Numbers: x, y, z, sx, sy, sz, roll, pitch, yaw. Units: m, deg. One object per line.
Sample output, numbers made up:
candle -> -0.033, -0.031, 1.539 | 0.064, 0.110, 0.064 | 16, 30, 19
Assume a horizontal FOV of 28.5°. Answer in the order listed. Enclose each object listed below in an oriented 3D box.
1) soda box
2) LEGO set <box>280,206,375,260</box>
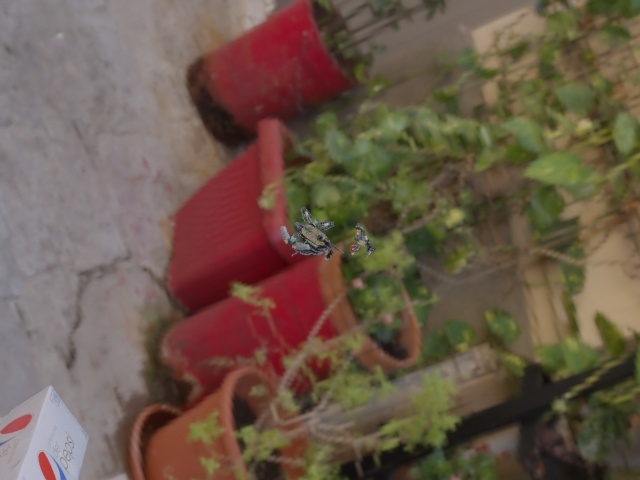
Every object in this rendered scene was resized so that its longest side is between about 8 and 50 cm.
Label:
soda box -> -0.268, 0.214, 1.140 | 0.069, 0.074, 0.216 | 57, 5, -15
LEGO set -> 0.002, 0.002, 0.972 | 0.083, 0.023, 0.054 | 18, 34, -21
